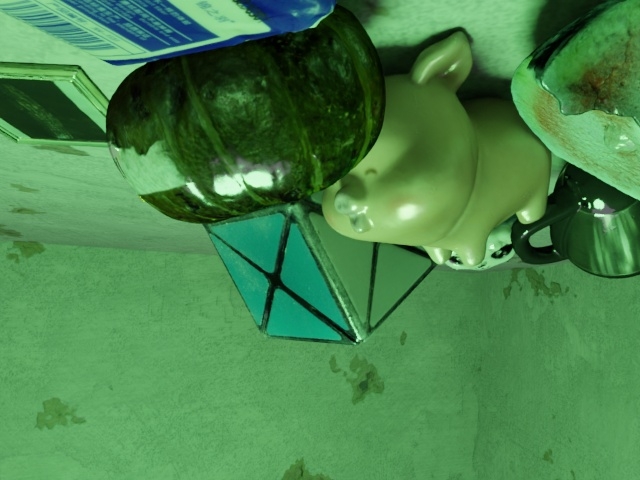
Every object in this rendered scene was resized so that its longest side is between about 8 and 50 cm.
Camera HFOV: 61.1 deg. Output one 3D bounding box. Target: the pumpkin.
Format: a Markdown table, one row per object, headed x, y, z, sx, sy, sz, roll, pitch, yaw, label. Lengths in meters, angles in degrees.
| x | y | z | sx | sy | sz | roll | pitch | yaw | label |
| --- | --- | --- | --- | --- | --- | --- | --- | --- | --- |
| -0.065 | -0.135 | 0.495 | 0.260 | 0.189 | 0.260 | -18 | -155 | 9 | pumpkin |

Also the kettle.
| x | y | z | sx | sy | sz | roll | pitch | yaw | label |
| --- | --- | --- | --- | --- | --- | --- | --- | --- | --- |
| 0.458 | -0.066 | 0.902 | 0.250 | 0.208 | 0.271 | 0 | 162 | 31 | kettle |

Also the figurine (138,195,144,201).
| x | y | z | sx | sy | sz | roll | pitch | yaw | label |
| --- | --- | --- | --- | --- | --- | --- | --- | --- | --- |
| -0.293 | -0.108 | 1.045 | 0.114 | 0.095 | 0.156 | 16 | 172 | -15 | figurine |

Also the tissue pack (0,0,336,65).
| x | y | z | sx | sy | sz | roll | pitch | yaw | label |
| --- | --- | --- | --- | --- | --- | --- | --- | --- | --- |
| -0.129 | -0.203 | 0.264 | 0.209 | 0.137 | 0.269 | -3 | 174 | 26 | tissue pack |

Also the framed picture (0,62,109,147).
| x | y | z | sx | sy | sz | roll | pitch | yaw | label |
| --- | --- | --- | --- | --- | --- | --- | --- | --- | --- |
| -0.411 | -0.187 | 0.797 | 0.230 | 0.018 | 0.293 | 2 | 172 | -2 | framed picture |

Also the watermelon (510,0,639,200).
| x | y | z | sx | sy | sz | roll | pitch | yaw | label |
| --- | --- | --- | --- | --- | --- | --- | --- | --- | --- |
| 0.306 | -0.107 | 0.523 | 0.319 | 0.214 | 0.289 | -10 | 172 | -15 | watermelon |

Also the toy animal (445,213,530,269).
| x | y | z | sx | sy | sz | roll | pitch | yaw | label |
| --- | --- | --- | --- | --- | --- | --- | --- | --- | --- |
| 0.283 | -0.047 | 1.007 | 0.208 | 0.205 | 0.156 | -9 | 172 | 16 | toy animal |

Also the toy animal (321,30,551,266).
| x | y | z | sx | sy | sz | roll | pitch | yaw | label |
| --- | --- | --- | --- | --- | --- | --- | --- | --- | --- |
| 0.149 | -0.097 | 0.681 | 0.326 | 0.269 | 0.237 | -31 | -169 | -31 | toy animal |

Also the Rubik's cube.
| x | y | z | sx | sy | sz | roll | pitch | yaw | label |
| --- | --- | --- | --- | --- | --- | --- | --- | --- | --- |
| 0.000 | 0.000 | 0.907 | 0.259 | 0.260 | 0.254 | -11 | -160 | 46 | Rubik's cube |
